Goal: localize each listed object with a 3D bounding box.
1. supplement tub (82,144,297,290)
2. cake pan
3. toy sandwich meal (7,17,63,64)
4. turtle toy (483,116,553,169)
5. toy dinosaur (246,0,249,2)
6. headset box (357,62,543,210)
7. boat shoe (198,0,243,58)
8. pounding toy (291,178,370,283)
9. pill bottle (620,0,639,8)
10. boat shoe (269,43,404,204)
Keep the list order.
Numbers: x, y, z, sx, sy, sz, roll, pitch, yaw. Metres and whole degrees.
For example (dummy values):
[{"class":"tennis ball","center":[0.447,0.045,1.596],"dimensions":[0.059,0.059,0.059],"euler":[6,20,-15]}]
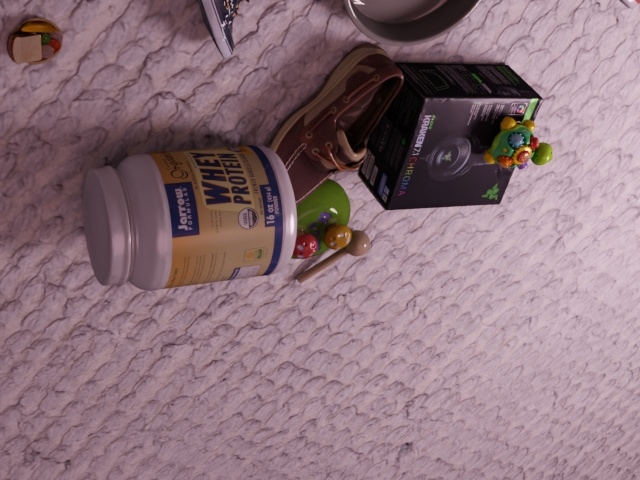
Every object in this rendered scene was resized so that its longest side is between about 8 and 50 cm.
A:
[{"class":"supplement tub","center":[-0.221,-0.038,1.793],"dimensions":[0.316,0.228,0.228],"euler":[-7,130,-25]},{"class":"cake pan","center":[0.160,-0.462,1.765],"dimensions":[0.293,0.054,0.293],"euler":[-16,133,-17]},{"class":"toy sandwich meal","center":[-0.425,-0.294,1.600],"dimensions":[0.085,0.029,0.086],"euler":[-15,133,-17]},{"class":"turtle toy","center":[0.364,-0.167,1.937],"dimensions":[0.130,0.066,0.095],"euler":[3,126,-33]},{"class":"toy dinosaur","center":[-0.092,-0.488,1.513],"dimensions":[0.164,0.322,0.218],"euler":[-48,168,-36]},{"class":"headset box","center":[0.246,-0.193,1.990],"dimensions":[0.283,0.131,0.246],"euler":[-3,129,-28]},{"class":"boat shoe","center":[-0.145,-0.371,1.664],"dimensions":[0.083,0.065,0.183],"euler":[-24,134,-7]},{"class":"pounding toy","center":[0.000,0.000,2.035],"dimensions":[0.183,0.110,0.237],"euler":[-33,135,1]},{"class":"pill bottle","center":[0.584,-0.532,1.892],"dimensions":[0.124,0.124,0.221],"euler":[27,112,-42]},{"class":"boat shoe","center":[0.024,-0.179,1.875],"dimensions":[0.123,0.123,0.342],"euler":[29,107,-43]}]
